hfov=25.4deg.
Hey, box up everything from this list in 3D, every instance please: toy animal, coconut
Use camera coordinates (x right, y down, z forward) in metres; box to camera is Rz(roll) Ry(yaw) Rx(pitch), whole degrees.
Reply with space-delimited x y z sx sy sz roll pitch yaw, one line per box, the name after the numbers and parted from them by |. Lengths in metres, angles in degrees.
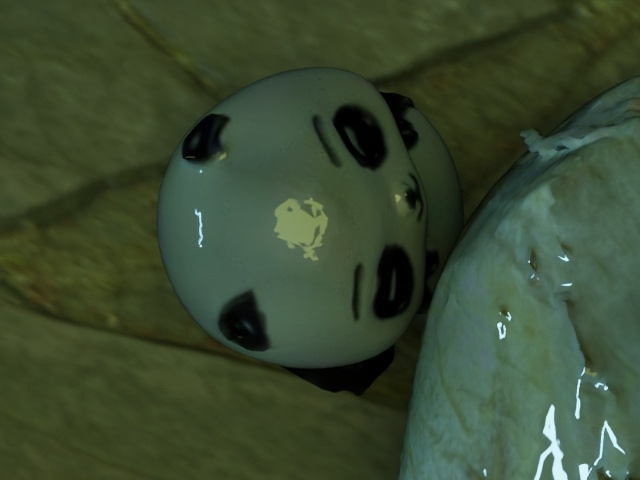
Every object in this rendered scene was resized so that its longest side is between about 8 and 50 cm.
0.000 0.000 0.702 0.138 0.179 0.166 -15 86 12 | toy animal
0.220 0.101 0.619 0.404 0.404 0.404 0 93 -3 | coconut
